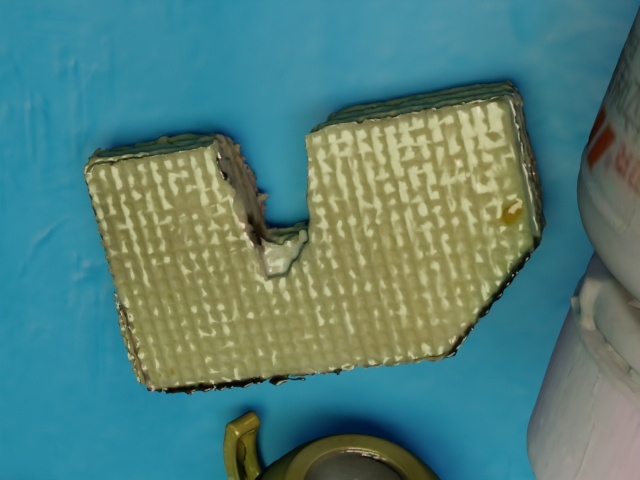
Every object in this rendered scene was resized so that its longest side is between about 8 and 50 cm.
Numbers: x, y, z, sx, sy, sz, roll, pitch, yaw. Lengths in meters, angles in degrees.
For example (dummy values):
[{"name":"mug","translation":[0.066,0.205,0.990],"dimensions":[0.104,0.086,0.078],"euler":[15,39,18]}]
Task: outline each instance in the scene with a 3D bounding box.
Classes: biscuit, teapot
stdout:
[{"name":"biscuit","translation":[0.000,0.000,0.899],"dimensions":[0.250,0.046,0.147],"euler":[-9,109,19]},{"name":"teapot","translation":[0.003,0.168,0.942],"dimensions":[0.166,0.130,0.119],"euler":[40,140,32]}]

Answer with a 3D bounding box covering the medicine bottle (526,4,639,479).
[{"name":"medicine bottle","translation":[0.230,-0.002,0.728],"dimensions":[0.241,0.241,0.302],"euler":[20,116,6]}]
